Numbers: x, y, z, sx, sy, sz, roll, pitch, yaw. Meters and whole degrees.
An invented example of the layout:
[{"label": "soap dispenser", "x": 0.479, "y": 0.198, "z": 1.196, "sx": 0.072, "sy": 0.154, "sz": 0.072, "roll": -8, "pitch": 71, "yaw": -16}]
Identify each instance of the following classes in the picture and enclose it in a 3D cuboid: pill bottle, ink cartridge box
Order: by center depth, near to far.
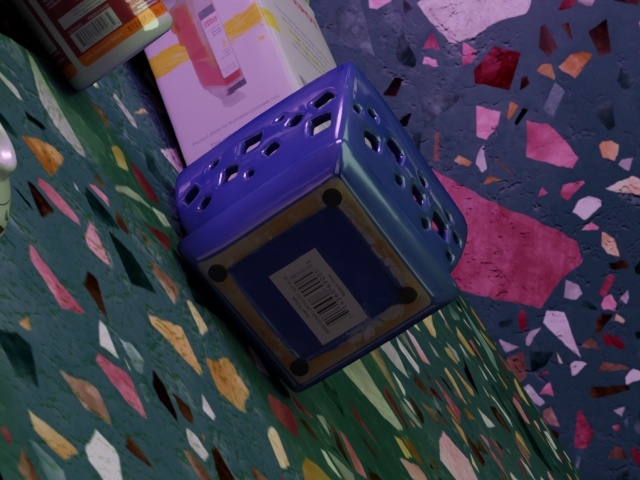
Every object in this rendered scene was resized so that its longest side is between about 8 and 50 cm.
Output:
[{"label": "pill bottle", "x": -0.251, "y": -0.265, "z": 1.598, "sx": 0.221, "sy": 0.121, "sz": 0.121, "roll": 55, "pitch": 9, "yaw": -8}, {"label": "ink cartridge box", "x": -0.064, "y": -0.154, "z": 1.964, "sx": 0.279, "sy": 0.160, "sz": 0.384, "roll": 40, "pitch": 24, "yaw": -58}]

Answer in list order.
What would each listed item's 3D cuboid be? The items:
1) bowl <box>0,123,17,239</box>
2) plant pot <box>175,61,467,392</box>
[{"label": "bowl", "x": -0.240, "y": -0.051, "z": 1.017, "sx": 0.170, "sy": 0.080, "sz": 0.170, "roll": 55, "pitch": 9, "yaw": -13}, {"label": "plant pot", "x": 0.000, "y": 0.000, "z": 1.659, "sx": 0.236, "sy": 0.236, "sz": 0.212, "roll": 52, "pitch": 16, "yaw": -20}]
